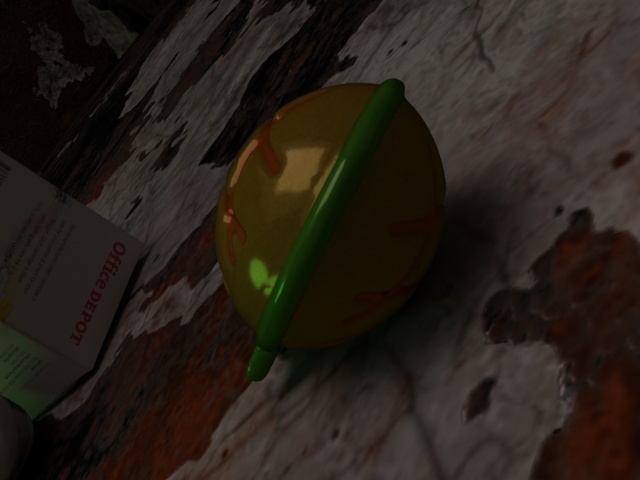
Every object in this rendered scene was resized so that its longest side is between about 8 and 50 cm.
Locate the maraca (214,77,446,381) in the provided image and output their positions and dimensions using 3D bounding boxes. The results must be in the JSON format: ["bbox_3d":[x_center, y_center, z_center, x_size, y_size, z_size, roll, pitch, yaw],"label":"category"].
[{"bbox_3d":[0.000,0.000,0.400,0.127,0.099,0.186,-59,-4,-30],"label":"maraca"}]

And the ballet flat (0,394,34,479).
[{"bbox_3d":[-0.382,0.283,0.709,0.400,0.139,0.139,-47,21,1],"label":"ballet flat"}]

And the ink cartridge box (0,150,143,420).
[{"bbox_3d":[-0.323,0.039,0.796,0.168,0.232,0.171,-39,25,35],"label":"ink cartridge box"}]
